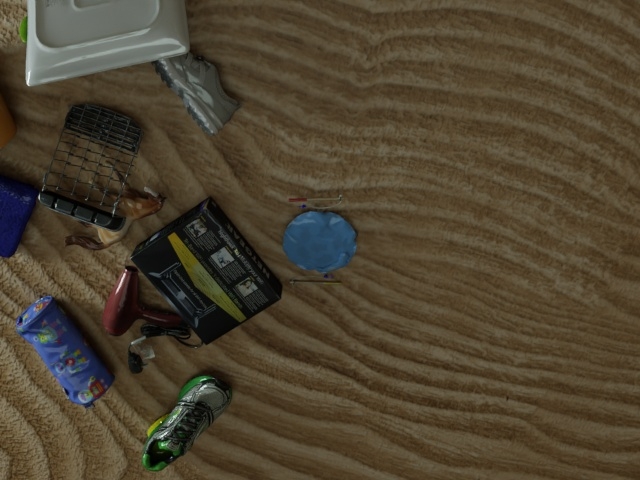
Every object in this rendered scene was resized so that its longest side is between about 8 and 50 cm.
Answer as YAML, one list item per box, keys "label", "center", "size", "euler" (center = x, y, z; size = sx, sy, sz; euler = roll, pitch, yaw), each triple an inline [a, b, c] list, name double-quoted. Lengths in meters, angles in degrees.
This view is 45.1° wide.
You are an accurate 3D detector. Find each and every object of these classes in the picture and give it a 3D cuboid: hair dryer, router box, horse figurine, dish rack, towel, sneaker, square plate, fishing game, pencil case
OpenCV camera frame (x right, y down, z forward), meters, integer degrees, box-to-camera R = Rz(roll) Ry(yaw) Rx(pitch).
- label: "hair dryer"
  center: [-0.453, 0.191, 2.006]
  size: [0.224, 0.080, 0.293]
  euler: [-26, 118, -5]
- label: "router box"
  center: [-0.282, 0.080, 1.933]
  size: [0.243, 0.081, 0.308]
  euler: [-31, 110, 14]
- label: "horse figurine"
  center: [-0.511, -0.064, 1.881]
  size: [0.174, 0.066, 0.263]
  euler: [39, 107, -9]
- label: "dish rack"
  center: [-0.529, -0.174, 1.799]
  size: [0.208, 0.074, 0.271]
  euler: [20, 93, 3]
- label: "towel"
  center: [-0.855, -0.097, 1.849]
  size: [0.308, 0.076, 0.227]
  euler: [23, 120, -20]
- label: "sneaker"
  center: [-0.289, -0.378, 1.736]
  size: [0.115, 0.105, 0.281]
  euler: [-40, 109, -15]
- label: "square plate"
  center: [-0.449, -0.503, 1.570]
  size: [0.344, 0.049, 0.347]
  euler: [-10, 70, 5]
- label: "fishing game"
  center: [0.000, 0.000, 1.919]
  size: [0.189, 0.041, 0.264]
  euler: [-2, 122, 2]
- label: "sneaker"
  center: [-0.359, 0.504, 2.092]
  size: [0.134, 0.146, 0.343]
  euler: [35, 109, -14]
- label: "pencil case"
  center: [-0.668, 0.294, 2.012]
  size: [0.133, 0.119, 0.306]
  euler: [-33, 110, -10]

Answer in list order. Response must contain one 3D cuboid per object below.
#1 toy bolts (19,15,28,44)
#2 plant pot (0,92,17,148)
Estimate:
- label: "toy bolts"
  center: [-0.503, -0.477, 1.682]
  size: [0.229, 0.158, 0.218]
  euler: [-2, 71, 8]
- label: "plant pot"
  center: [-0.789, -0.292, 1.722]
  size: [0.205, 0.205, 0.188]
  euler: [-21, 128, 10]
